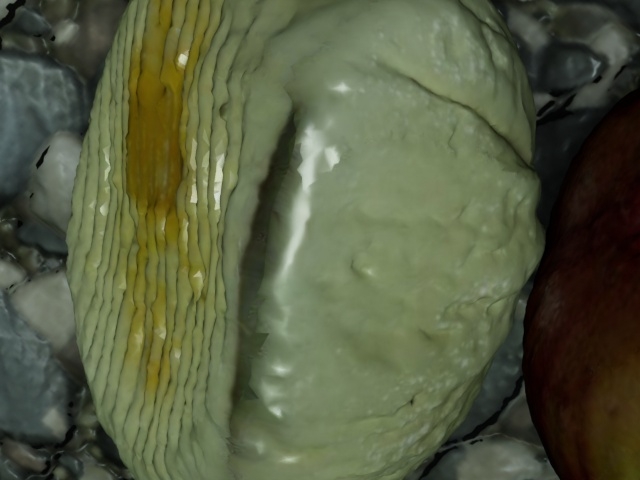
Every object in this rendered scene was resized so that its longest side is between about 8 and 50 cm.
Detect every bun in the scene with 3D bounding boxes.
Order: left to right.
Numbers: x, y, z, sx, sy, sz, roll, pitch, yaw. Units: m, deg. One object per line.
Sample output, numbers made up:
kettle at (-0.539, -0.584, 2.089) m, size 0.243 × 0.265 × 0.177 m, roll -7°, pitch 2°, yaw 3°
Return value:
bun at (0.000, 0.000, 0.713) m, size 0.153 × 0.244 × 0.243 m, roll 4°, pitch 118°, yaw -22°

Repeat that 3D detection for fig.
fig at (0.237, 0.060, 0.715) m, size 0.321 × 0.217 × 0.217 m, roll 30°, pitch 117°, yaw -24°
